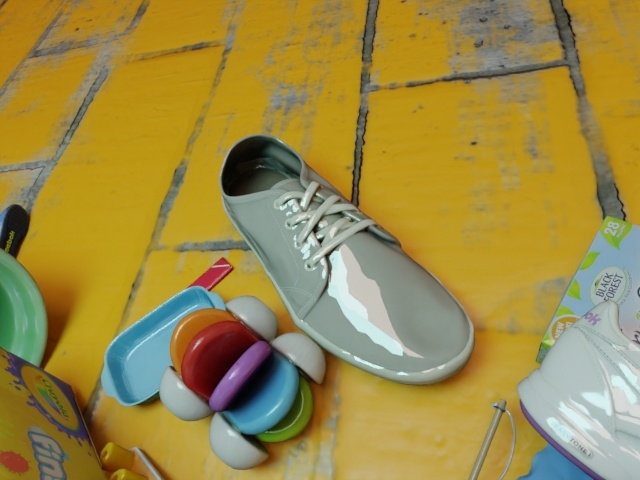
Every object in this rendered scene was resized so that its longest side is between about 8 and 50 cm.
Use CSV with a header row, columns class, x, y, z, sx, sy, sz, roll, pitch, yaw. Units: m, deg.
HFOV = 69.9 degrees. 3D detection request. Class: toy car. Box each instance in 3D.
class,x,y,z,sx,sy,sz,roll,pitch,yaw
toy car,-0.090,0.146,0.507,0.182,0.136,0.159,35,71,18

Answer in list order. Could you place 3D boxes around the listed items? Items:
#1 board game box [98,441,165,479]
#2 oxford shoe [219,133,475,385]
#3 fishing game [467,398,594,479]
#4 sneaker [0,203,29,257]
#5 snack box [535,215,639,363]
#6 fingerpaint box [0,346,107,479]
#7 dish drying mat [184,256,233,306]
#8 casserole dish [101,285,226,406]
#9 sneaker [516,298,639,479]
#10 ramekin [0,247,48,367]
class,x,y,z,sx,sy,sz,roll,pitch,yaw
board game box,-0.220,0.425,0.357,0.389,0.050,0.390,16,62,46
oxford shoe,0.000,0.000,0.585,0.169,0.130,0.449,-31,54,-22
fishing game,0.256,0.258,0.392,0.263,0.041,0.189,23,66,22
sneaker,-0.585,-0.005,0.835,0.059,0.053,0.144,-9,54,14
snack box,0.354,0.091,0.453,0.207,0.070,0.175,25,68,32
fingerpaint box,-0.359,0.342,0.373,0.371,0.163,0.444,-48,40,-14
dish drying mat,-0.170,0.060,0.683,0.083,0.008,0.032,-42,56,-12
casserole dish,-0.204,0.144,0.620,0.188,0.037,0.114,-36,53,-8
sneaker,0.309,0.161,0.325,0.305,0.114,0.152,35,98,28
ramekin,-0.542,0.126,0.587,0.148,0.303,0.304,11,61,33
